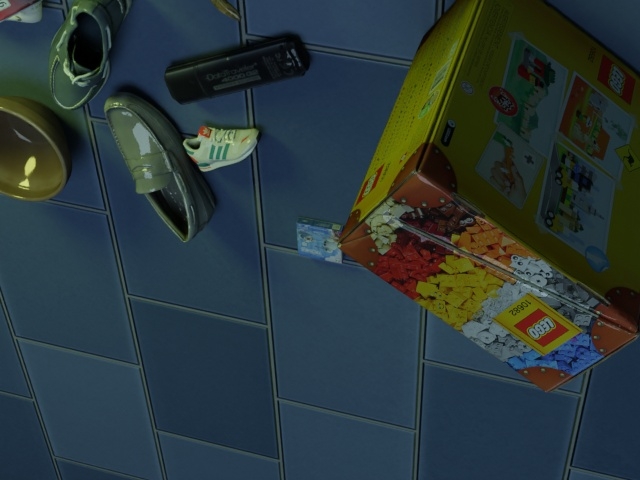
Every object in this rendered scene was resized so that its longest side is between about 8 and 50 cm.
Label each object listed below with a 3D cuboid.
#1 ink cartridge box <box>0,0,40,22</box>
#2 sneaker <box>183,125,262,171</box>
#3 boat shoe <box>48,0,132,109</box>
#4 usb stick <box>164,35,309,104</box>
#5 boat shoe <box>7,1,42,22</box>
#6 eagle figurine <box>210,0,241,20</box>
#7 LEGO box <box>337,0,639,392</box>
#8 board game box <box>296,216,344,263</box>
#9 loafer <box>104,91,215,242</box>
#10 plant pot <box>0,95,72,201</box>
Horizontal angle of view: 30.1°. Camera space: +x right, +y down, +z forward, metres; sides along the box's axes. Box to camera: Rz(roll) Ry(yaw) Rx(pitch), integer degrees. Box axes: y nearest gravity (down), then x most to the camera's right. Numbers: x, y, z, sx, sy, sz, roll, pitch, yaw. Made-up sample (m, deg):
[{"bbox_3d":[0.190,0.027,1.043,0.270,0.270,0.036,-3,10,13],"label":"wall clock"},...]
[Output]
[{"bbox_3d":[-0.429,-0.515,1.702,0.271,0.130,0.309,-22,116,19],"label":"ink cartridge box"},{"bbox_3d":[-0.182,-0.177,2.157,0.161,0.057,0.075,-16,131,39],"label":"sneaker"},{"bbox_3d":[-0.422,-0.326,2.079,0.116,0.099,0.319,30,138,-8],"label":"boat shoe"},{"bbox_3d":[-0.148,-0.290,2.037,0.278,0.045,0.077,-9,122,31],"label":"usb stick"},{"bbox_3d":[-0.616,-0.418,2.073,0.277,0.098,0.096,9,135,14],"label":"boat shoe"},{"bbox_3d":[-0.158,-0.447,1.712,0.225,0.298,0.226,-6,113,22],"label":"eagle figurine"},{"bbox_3d":[0.285,-0.103,1.698,0.372,0.500,0.193,35,136,-12],"label":"LEGO box"},{"bbox_3d":[0.000,0.000,2.286,0.090,0.020,0.090,11,138,13],"label":"board game box"},{"bbox_3d":[-0.303,-0.134,2.213,0.112,0.111,0.319,-12,128,33],"label":"loafer"},{"bbox_3d":[-0.572,-0.196,2.272,0.237,0.110,0.237,12,138,11],"label":"plant pot"}]
